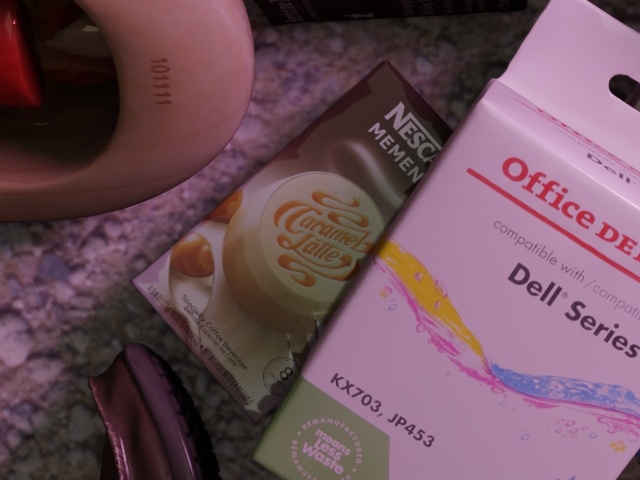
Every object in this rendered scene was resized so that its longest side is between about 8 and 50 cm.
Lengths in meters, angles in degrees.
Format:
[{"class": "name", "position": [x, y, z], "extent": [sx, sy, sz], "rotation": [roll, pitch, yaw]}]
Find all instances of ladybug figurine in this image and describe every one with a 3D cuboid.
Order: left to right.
[{"class": "ladybug figurine", "position": [-0.261, -0.161, 1.159], "extent": [0.449, 0.305, 0.162], "rotation": [5, 42, 7]}]

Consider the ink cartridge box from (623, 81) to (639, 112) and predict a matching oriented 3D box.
[{"class": "ink cartridge box", "position": [0.310, -0.026, 1.158], "extent": [0.233, 0.168, 0.171], "rotation": [31, 89, 5]}]

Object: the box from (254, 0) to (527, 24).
[{"class": "box", "position": [0.048, -0.257, 1.182], "extent": [0.203, 0.168, 0.167], "rotation": [-3, 86, 7]}]

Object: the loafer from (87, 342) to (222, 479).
[{"class": "loafer", "position": [-0.125, 0.258, 1.167], "extent": [0.130, 0.134, 0.366], "rotation": [-12, 85, 1]}]

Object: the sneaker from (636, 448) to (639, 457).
[{"class": "sneaker", "position": [0.232, 0.091, 1.163], "extent": [0.330, 0.147, 0.129], "rotation": [24, 86, 4]}]

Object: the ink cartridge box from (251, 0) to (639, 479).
[{"class": "ink cartridge box", "position": [0.135, 0.039, 1.042], "extent": [0.207, 0.119, 0.353], "rotation": [32, 107, 3]}]

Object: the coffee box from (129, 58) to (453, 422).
[{"class": "coffee box", "position": [0.000, 0.000, 1.202], "extent": [0.246, 0.098, 0.141], "rotation": [-42, 88, -1]}]
